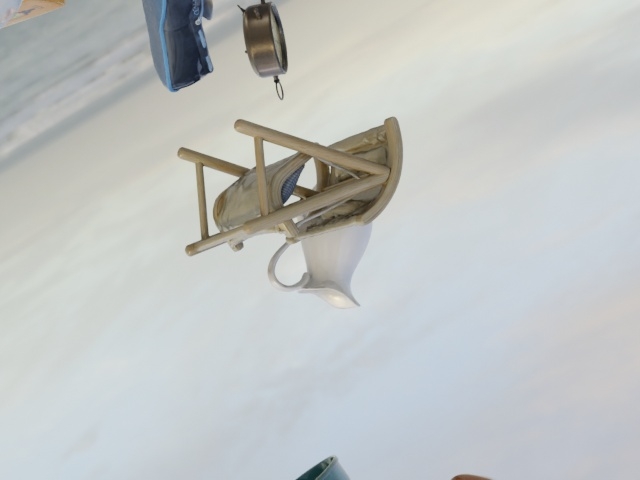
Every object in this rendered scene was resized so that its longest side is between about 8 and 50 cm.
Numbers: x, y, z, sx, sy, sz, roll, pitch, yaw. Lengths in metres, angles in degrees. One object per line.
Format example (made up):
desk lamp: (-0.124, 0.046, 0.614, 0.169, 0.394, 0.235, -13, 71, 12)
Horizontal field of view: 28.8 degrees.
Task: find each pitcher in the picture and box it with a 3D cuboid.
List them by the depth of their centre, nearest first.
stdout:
pitcher: (0.000, 0.000, 2.126, 0.177, 0.207, 0.125, 14, 166, -29)

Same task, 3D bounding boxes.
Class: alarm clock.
alarm clock: (-0.095, -0.336, 2.211, 0.064, 0.192, 0.129, -12, -153, 10)

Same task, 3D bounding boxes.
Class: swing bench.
swing bench: (-0.043, -0.076, 1.800, 0.254, 0.165, 0.253, -3, 174, -25)

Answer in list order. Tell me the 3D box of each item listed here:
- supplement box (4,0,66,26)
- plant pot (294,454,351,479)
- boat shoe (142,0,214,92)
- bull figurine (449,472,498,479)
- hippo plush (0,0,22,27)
supplement box: (-0.515, -0.386, 1.982, 0.233, 0.080, 0.078, -7, 177, 32)
plant pot: (0.000, 0.559, 2.172, 0.271, 0.255, 0.271, -39, 178, -1)
boat shoe: (-0.189, -0.320, 1.675, 0.089, 0.109, 0.258, -20, 148, -17)
bull figurine: (0.277, 0.372, 1.537, 0.101, 0.310, 0.188, -65, -178, -23)
hippo plush: (-0.296, -0.313, 1.114, 0.234, 0.237, 0.294, -5, 139, -19)
